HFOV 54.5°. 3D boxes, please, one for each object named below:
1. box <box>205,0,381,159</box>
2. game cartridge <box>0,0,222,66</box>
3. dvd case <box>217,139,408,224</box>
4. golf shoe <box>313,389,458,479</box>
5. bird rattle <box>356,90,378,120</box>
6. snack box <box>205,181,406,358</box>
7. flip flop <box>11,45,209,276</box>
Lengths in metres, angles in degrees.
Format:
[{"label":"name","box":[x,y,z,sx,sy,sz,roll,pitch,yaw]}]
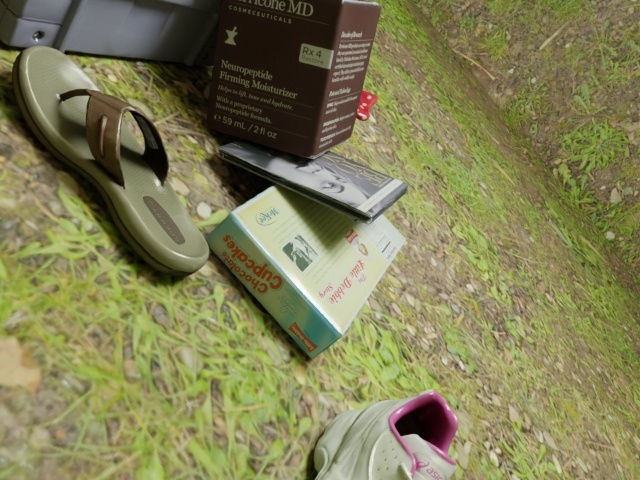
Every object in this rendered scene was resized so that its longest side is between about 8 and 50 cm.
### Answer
[{"label":"box","box":[-0.037,-0.243,0.860,0.169,0.203,0.167,19,24,16]},{"label":"game cartridge","box":[-0.194,-0.323,0.751,0.068,0.230,0.355,50,28,11]},{"label":"dvd case","box":[-0.004,-0.094,0.839,0.221,0.018,0.164,26,26,15]},{"label":"golf shoe","box":[0.043,0.238,0.537,0.115,0.140,0.306,47,30,-10]},{"label":"bird rattle","box":[-0.004,-0.290,1.058,0.207,0.143,0.253,-42,126,-58]},{"label":"snack box","box":[0.000,0.000,0.831,0.187,0.060,0.322,48,28,-1]},{"label":"flip flop","box":[-0.197,-0.088,0.629,0.277,0.080,0.112,53,28,4]}]
